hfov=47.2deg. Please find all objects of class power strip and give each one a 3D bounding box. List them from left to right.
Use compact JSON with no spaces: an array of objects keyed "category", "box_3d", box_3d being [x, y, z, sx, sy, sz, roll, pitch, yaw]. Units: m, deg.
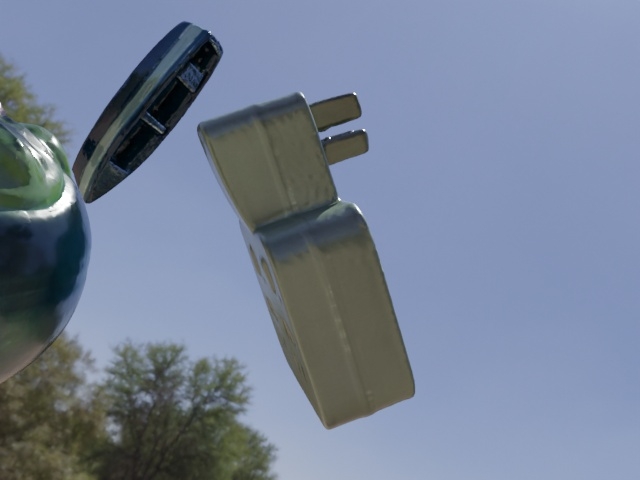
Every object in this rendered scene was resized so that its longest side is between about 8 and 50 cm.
[{"category":"power strip","box_3d":[0.000,0.000,0.649,0.229,0.141,0.261,-155,-134,-76]}]

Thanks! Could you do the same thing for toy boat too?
[{"category":"toy boat","box_3d":[-0.256,-0.182,1.045,0.062,0.299,0.096,38,-2,12]}]

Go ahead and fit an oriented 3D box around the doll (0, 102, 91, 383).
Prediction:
[{"category":"doll","box_3d":[-0.263,0.006,0.405,0.199,0.186,0.322,17,14,32]}]
